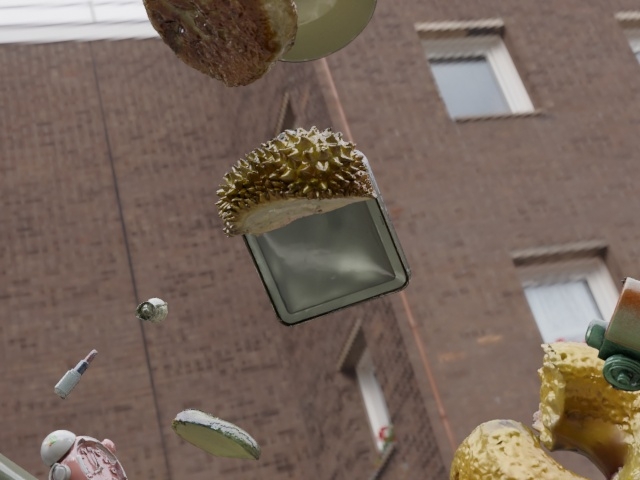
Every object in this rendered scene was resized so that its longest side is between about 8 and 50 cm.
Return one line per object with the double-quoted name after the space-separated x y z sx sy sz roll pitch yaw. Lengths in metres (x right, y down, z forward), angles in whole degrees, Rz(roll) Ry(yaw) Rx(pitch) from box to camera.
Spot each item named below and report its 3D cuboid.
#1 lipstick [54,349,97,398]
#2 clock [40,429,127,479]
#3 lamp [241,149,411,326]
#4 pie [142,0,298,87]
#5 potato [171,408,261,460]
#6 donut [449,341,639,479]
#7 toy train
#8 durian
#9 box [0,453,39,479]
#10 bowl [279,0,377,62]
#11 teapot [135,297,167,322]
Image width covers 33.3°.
-0.440 0.238 1.937 0.025 0.107 0.025 33 -36 4 "lipstick"
-0.402 0.407 1.814 0.092 0.166 0.162 -36 -28 8 "clock"
0.000 0.000 1.933 0.266 0.269 0.047 -20 9 15 "lamp"
-0.172 -0.363 1.636 0.092 0.315 0.315 -47 -17 -30 "pie"
-0.199 0.379 2.104 0.198 0.054 0.119 7 -41 34 "potato"
0.428 0.340 1.643 0.435 0.377 0.163 -42 -34 -44 "donut"
0.514 0.149 1.470 0.285 0.116 0.177 21 -41 15 "toy train"
-0.046 -0.085 1.537 0.249 0.138 0.183 -24 12 22 "durian"
-0.698 0.492 1.864 0.344 0.352 0.177 43 -13 -17 "box"
-0.032 -0.430 1.834 0.237 0.126 0.238 -14 -35 -10 "bowl"
-0.376 0.156 2.386 0.067 0.057 0.083 -30 -5 8 "teapot"
